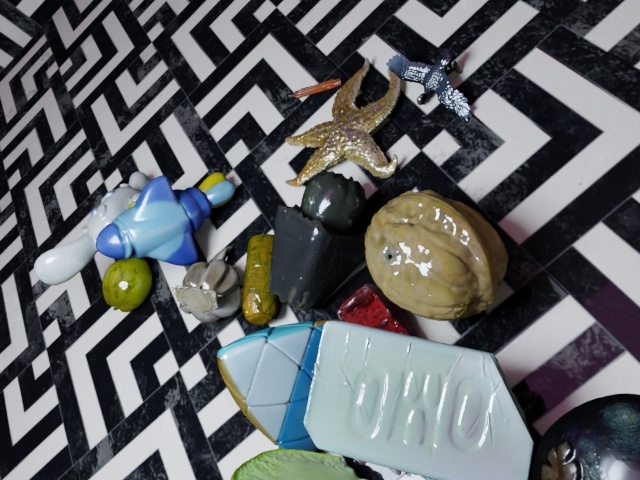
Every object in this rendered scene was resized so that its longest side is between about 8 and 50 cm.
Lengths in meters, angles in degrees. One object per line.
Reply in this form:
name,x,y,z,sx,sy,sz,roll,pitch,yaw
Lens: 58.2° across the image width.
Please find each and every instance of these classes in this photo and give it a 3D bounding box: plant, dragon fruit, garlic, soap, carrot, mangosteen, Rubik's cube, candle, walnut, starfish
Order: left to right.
garlic,-0.224,0.084,1.185,0.131,0.127,0.194,-7,36,10
carrot,-0.112,0.077,1.128,0.082,0.082,0.173,-15,54,26
Rubik's cube,-0.062,0.192,0.952,0.254,0.254,0.254,-14,61,27
candle,-0.021,-0.338,1.301,0.167,0.021,0.026,-8,38,31
plant,0.000,0.000,1.044,0.142,0.164,0.256,27,99,42
starfish,0.039,-0.228,1.187,0.302,0.060,0.299,-25,59,22
dragon fruit,0.096,0.138,0.963,0.102,0.096,0.147,-32,96,12
soap,0.133,0.220,0.775,0.289,0.095,0.173,11,84,11
walnut,0.174,0.024,0.899,0.198,0.198,0.245,-52,51,1
mangosteen,0.372,0.286,0.649,0.243,0.243,0.243,-14,61,27

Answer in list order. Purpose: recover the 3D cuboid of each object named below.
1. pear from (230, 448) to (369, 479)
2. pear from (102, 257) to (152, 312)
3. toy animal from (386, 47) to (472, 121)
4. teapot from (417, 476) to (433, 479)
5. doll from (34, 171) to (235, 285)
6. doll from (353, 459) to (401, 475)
pear,-0.032,0.424,0.806,0.281,0.286,0.176,18,98,37
pear,-0.440,0.098,1.309,0.107,0.107,0.131,6,62,34
toy animal,0.220,-0.310,1.106,0.108,0.062,0.220,-46,63,6
teapot,0.204,0.408,0.726,0.159,0.159,0.232,-40,53,10
doll,-0.389,-0.053,1.263,0.365,0.187,0.376,-4,53,26
doll,0.119,0.253,0.877,0.181,0.110,0.107,-60,23,2
